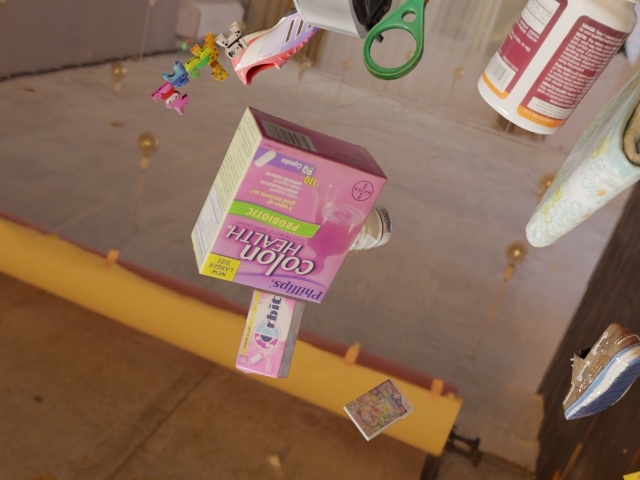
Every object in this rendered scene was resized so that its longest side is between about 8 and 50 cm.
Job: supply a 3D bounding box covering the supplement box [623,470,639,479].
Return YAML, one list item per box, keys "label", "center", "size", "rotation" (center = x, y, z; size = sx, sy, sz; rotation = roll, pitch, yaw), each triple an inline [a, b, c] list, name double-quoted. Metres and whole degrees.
- label: "supplement box"
  center: [0.758, 0.552, 1.484]
  size: [0.191, 0.129, 0.194]
  rotation: [-1, -116, -18]

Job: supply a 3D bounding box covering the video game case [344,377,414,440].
- label: "video game case"
  center: [0.123, 0.350, 1.532]
  size: [0.122, 0.011, 0.087]
  rotation: [-27, -123, -21]

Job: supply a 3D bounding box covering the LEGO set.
- label: "LEGO set"
  center: [-0.240, -0.352, 1.535]
  size: [0.093, 0.227, 0.087]
  rotation: [48, -176, -34]

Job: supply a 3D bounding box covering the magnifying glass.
- label: "magnifying glass"
  center: [0.141, -0.351, 1.130]
  size: [0.092, 0.231, 0.026]
  rotation: [26, 172, 20]

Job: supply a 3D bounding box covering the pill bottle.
- label: "pill bottle"
  center: [0.538, -0.450, 1.608]
  size: [0.224, 0.392, 0.224]
  rotation: [20, -145, -15]

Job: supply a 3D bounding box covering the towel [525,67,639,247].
- label: "towel"
  center: [0.539, -0.179, 1.331]
  size: [0.090, 0.320, 0.374]
  rotation: [36, -117, 7]

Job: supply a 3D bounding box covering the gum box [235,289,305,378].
- label: "gum box"
  center: [-0.113, 0.216, 1.656]
  size: [0.107, 0.188, 0.062]
  rotation: [12, 175, 22]

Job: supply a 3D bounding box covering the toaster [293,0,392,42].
- label: "toaster"
  center: [0.034, -0.453, 1.286]
  size: [0.146, 0.227, 0.129]
  rotation: [19, -115, 26]

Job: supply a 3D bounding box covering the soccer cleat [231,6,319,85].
- label: "soccer cleat"
  center: [-0.088, -0.516, 1.912]
  size: [0.318, 0.116, 0.109]
  rotation: [-22, 172, 17]

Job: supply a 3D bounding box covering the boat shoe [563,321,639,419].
- label: "boat shoe"
  center: [0.364, 0.171, 0.958]
  size: [0.066, 0.183, 0.066]
  rotation: [-6, -127, -22]

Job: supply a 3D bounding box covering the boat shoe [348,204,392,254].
- label: "boat shoe"
  center: [0.003, 0.008, 1.741]
  size: [0.156, 0.135, 0.367]
  rotation: [-7, 173, -34]

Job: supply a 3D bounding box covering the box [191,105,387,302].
- label: "box"
  center: [-0.055, -0.050, 1.145]
  size: [0.214, 0.243, 0.117]
  rotation: [17, -154, -25]
